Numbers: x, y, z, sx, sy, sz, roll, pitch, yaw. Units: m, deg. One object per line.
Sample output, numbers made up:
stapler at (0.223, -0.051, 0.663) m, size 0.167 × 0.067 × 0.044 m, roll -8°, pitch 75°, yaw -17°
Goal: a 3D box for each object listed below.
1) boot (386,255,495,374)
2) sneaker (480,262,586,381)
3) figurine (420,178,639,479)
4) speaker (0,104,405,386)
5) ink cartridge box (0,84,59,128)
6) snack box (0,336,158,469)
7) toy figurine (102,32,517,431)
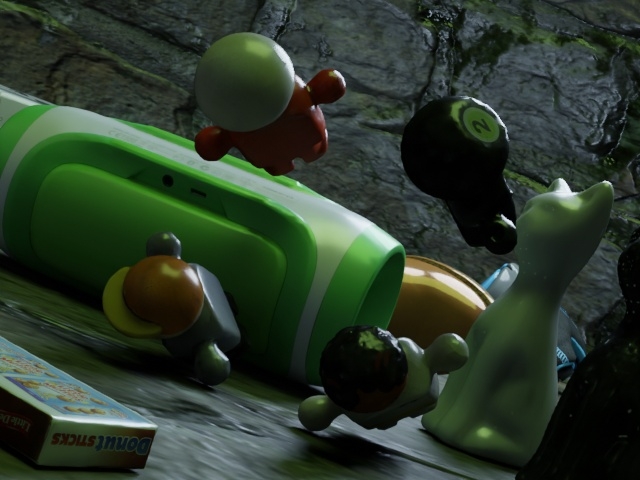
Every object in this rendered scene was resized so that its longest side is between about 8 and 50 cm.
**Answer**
boot at (-0.005, 0.039, 1.096) m, size 0.284 × 0.109 × 0.220 m, roll 24°, pitch 5°, yaw 22°
sneaker at (0.254, 0.126, 1.623) m, size 0.139 × 0.125 × 0.341 m, roll 49°, pitch 9°, yaw 16°
figurine at (0.171, 0.061, 0.876) m, size 0.092 × 0.209 × 0.215 m, roll 20°, pitch 2°, yaw -25°
speaker at (-0.095, 0.000, 0.949) m, size 0.297 × 0.131 × 0.131 m, roll 22°, pitch 3°, yaw 16°
ink cartridge box at (-0.287, -0.079, 1.217) m, size 0.273 × 0.114 × 0.198 m, roll 20°, pitch 3°, yaw -10°
snack box at (-0.153, 0.052, 0.570) m, size 0.178 × 0.022 × 0.064 m, roll 22°, pitch 2°, yaw 34°
toy figurine at (0.000, 0.000, 0.782) m, size 0.213 × 0.209 × 0.148 m, roll 22°, pitch -9°, yaw 17°
